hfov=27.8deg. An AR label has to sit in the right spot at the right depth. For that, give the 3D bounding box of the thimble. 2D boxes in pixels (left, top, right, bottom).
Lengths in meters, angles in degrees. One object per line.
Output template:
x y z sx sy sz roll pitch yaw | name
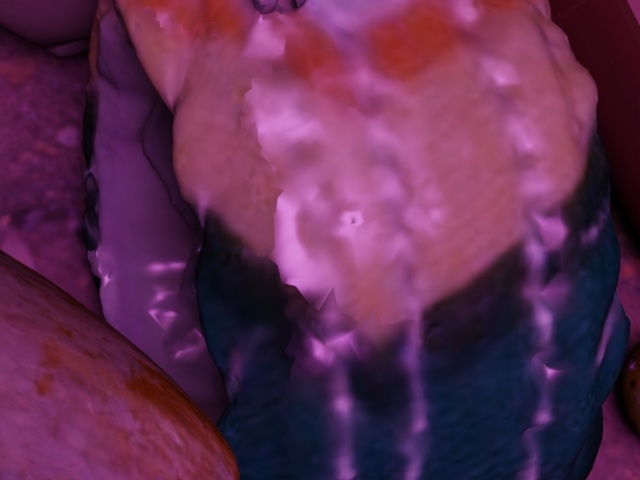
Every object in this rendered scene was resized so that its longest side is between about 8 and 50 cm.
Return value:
0.000 0.000 0.539 0.167 0.288 0.254 -10 33 -20 | thimble

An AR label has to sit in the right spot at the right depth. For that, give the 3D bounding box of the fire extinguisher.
0.211 -0.055 0.732 0.105 0.105 0.269 -21 79 -25 | fire extinguisher

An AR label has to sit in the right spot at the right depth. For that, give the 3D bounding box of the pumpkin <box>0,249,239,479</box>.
-0.166 0.147 0.400 0.199 0.332 0.332 34 63 -21 | pumpkin

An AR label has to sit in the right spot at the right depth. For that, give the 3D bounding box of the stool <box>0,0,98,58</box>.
-0.123 -0.261 0.568 0.170 0.243 0.269 -16 66 19 | stool

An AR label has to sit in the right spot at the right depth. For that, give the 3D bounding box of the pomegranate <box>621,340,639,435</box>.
0.201 0.079 0.706 0.084 0.073 0.073 -5 69 -59 | pomegranate
